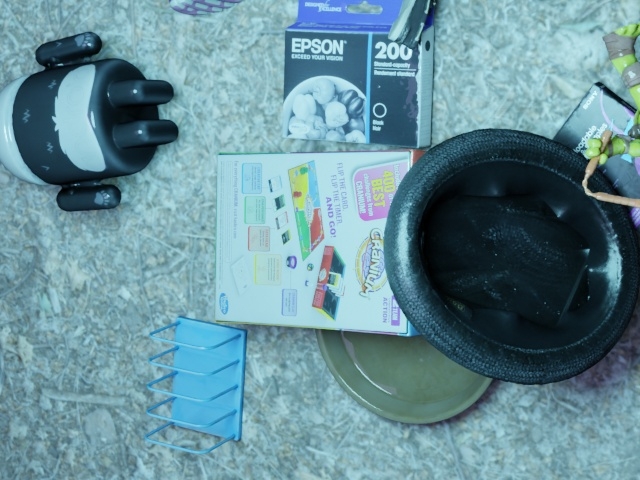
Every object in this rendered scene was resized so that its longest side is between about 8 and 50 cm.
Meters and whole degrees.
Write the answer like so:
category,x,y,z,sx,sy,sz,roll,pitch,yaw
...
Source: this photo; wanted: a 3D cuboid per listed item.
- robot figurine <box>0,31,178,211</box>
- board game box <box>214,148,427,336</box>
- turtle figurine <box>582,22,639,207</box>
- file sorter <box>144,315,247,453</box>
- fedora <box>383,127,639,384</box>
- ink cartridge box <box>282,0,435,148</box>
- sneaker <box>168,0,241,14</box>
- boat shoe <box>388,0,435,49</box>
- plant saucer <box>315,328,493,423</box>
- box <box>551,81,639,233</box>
category,x,y,z,sx,sy,sz,roll,pitch,yaw
robot figurine,-0.343,-0.170,1.892,0.278,0.173,0.209,-6,54,27
board game box,0.000,0.000,1.767,0.316,0.064,0.242,2,92,33
turtle figurine,0.417,-0.148,1.541,0.269,0.087,0.217,-9,82,-7
file sorter,-0.187,0.213,1.919,0.118,0.104,0.170,10,103,24
fedora,0.220,0.024,1.616,0.334,0.152,0.334,2,84,-16
ink cartridge box,0.049,-0.234,1.751,0.206,0.045,0.208,6,100,26
sneaker,-0.116,-0.396,1.784,0.236,0.095,0.104,-30,79,23
boat shoe,0.126,-0.299,1.677,0.038,0.125,0.046,31,150,-13
plant saucer,0.122,0.112,1.780,0.278,0.041,0.278,5,101,25
box,0.370,-0.103,1.621,0.162,0.029,0.116,41,114,16
